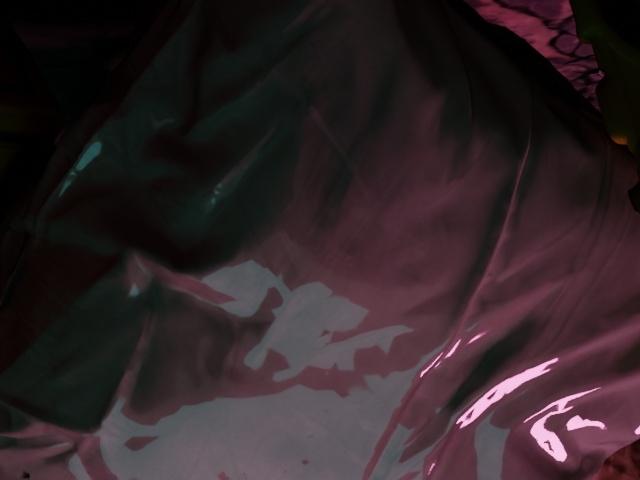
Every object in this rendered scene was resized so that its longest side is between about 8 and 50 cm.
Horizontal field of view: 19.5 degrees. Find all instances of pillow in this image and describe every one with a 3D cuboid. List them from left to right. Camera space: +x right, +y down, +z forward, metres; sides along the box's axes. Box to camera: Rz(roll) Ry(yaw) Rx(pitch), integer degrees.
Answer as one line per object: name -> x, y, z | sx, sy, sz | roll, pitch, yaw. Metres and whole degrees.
pillow -> 0.006, 0.034, 0.746 | 0.310, 0.138, 0.283 | 31, 107, -33

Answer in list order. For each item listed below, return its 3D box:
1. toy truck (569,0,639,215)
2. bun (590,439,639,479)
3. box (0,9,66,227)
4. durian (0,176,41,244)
toy truck -> 0.284, -0.073, 0.593 | 0.180, 0.254, 0.405 | -2, 168, -42
bun -> 0.180, 0.232, 1.747 | 0.349, 0.227, 0.352 | -9, 168, 2
box -> -0.254, 0.031, 0.712 | 0.193, 0.084, 0.301 | 5, 129, -46
durian -> -0.174, 0.033, 0.946 | 0.250, 0.139, 0.101 | -19, -143, -34
